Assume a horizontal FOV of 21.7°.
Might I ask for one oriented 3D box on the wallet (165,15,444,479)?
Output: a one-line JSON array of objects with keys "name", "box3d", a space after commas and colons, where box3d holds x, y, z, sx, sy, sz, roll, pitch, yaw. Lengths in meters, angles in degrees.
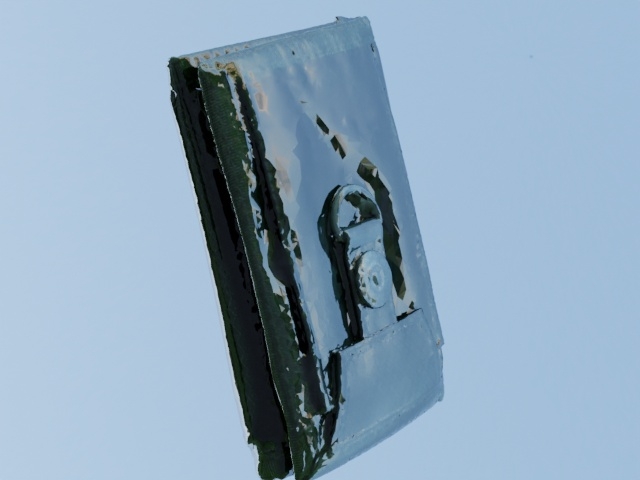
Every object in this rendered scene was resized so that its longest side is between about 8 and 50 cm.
[{"name": "wallet", "box3d": [0.002, 0.000, 0.928, 0.055, 0.160, 0.236, -2, -77, 40]}]
